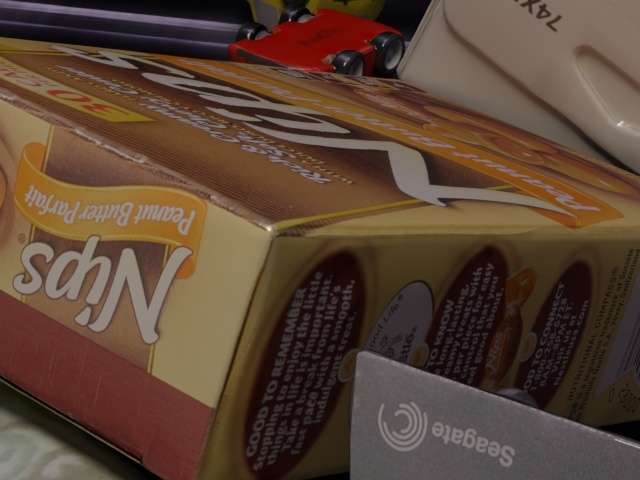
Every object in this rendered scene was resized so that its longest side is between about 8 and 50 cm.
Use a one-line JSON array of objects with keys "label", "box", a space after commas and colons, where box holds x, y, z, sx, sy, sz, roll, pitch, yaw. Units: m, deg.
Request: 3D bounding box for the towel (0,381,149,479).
[{"label": "towel", "box": [-0.232, 0.101, 0.576, 0.320, 0.090, 0.374, -24, 39, -31]}]

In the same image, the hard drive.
[{"label": "hard drive", "box": [0.138, 0.099, 0.512, 0.255, 0.054, 0.172, 18, -6, 23]}]

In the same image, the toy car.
[{"label": "toy car", "box": [0.061, -0.097, 1.013, 0.225, 0.053, 0.239, 5, 23, -6]}]

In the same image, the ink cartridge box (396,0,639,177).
[{"label": "ink cartridge box", "box": [0.210, -0.127, 0.891, 0.198, 0.197, 0.270, 40, 40, 12]}]

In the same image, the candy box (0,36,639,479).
[{"label": "candy box", "box": [0.000, 0.000, 0.702, 0.183, 0.087, 0.316, 25, 14, 33]}]
